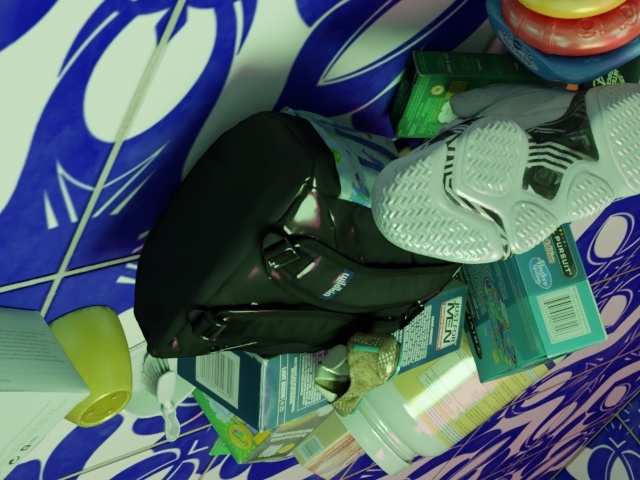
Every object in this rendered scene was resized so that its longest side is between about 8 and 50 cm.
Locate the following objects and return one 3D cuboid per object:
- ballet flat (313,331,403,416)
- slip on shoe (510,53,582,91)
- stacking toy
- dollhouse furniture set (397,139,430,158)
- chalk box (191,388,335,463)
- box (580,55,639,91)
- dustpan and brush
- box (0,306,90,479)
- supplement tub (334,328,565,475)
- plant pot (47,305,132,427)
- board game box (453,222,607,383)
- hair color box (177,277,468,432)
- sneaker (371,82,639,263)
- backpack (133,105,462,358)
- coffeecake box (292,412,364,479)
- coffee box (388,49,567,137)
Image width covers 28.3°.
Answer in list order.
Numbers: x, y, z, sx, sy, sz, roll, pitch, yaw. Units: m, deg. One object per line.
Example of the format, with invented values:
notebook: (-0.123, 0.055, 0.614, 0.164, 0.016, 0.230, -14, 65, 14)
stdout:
ballet flat: (0.030, 0.141, 1.386, 0.067, 0.073, 0.206, 14, 154, -10)
slip on shoe: (0.278, -0.137, 1.638, 0.101, 0.123, 0.331, -32, 152, -21)
stacking toy: (0.255, -0.316, 1.251, 0.165, 0.175, 0.302, -30, 145, -11)
dollhouse furniture set: (0.104, -0.032, 1.546, 0.123, 0.144, 0.151, -32, -167, -10)
chalk box: (-0.079, 0.225, 1.786, 0.213, 0.132, 0.132, -44, 157, 18)
box: (0.462, -0.283, 1.511, 0.318, 0.097, 0.395, -23, 135, -31)
dustpan and brush: (-0.203, 0.198, 1.645, 0.147, 0.060, 0.211, -27, 155, -21)
box: (-0.367, 0.164, 1.278, 0.181, 0.119, 0.182, -44, 156, 16)
supplement tub: (0.179, 0.174, 1.913, 0.331, 0.241, 0.241, -39, 157, 4)
plant pot: (-0.265, 0.153, 1.431, 0.134, 0.095, 0.134, -31, 157, -15)
board game box: (0.236, 0.034, 1.594, 0.079, 0.254, 0.336, -15, 171, -8)
hair color box: (0.006, 0.112, 1.615, 0.347, 0.174, 0.105, -17, 122, -39)
sneaker: (0.172, -0.075, 1.300, 0.365, 0.137, 0.210, -19, -165, -29)
backpack: (0.000, 0.000, 1.368, 0.355, 0.273, 0.290, 18, 124, -38)
coffeecake box: (0.028, 0.344, 2.237, 0.142, 0.068, 0.185, -38, 157, 1)
coffee box: (0.180, -0.164, 1.447, 0.184, 0.040, 0.113, -1, 145, -14)
